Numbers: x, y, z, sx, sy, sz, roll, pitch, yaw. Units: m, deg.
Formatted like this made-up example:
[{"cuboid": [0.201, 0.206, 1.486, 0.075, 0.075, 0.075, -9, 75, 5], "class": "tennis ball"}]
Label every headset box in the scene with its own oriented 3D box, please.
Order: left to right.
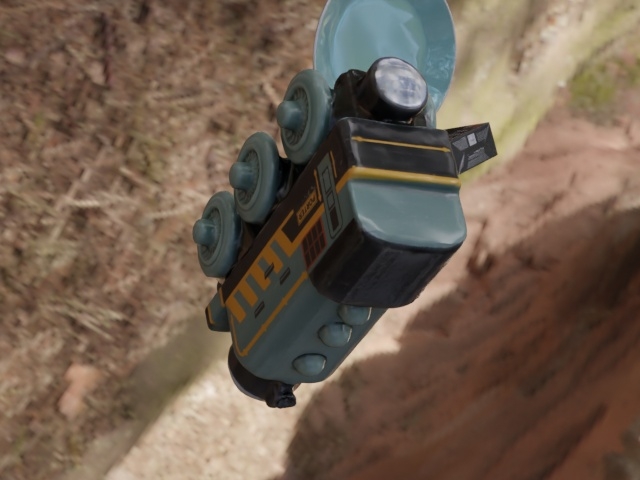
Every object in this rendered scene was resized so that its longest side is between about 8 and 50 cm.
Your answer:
[{"cuboid": [0.098, -0.074, 1.400, 0.062, 0.083, 0.032, -27, 104, -47], "class": "headset box"}]

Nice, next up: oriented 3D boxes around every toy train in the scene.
[{"cuboid": [0.000, 0.000, 1.343, 0.142, 0.190, 0.334, 8, 144, -26], "class": "toy train"}]

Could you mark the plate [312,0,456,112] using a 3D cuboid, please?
[{"cuboid": [0.062, -0.193, 1.682, 0.188, 0.024, 0.188, -8, 104, -35], "class": "plate"}]
